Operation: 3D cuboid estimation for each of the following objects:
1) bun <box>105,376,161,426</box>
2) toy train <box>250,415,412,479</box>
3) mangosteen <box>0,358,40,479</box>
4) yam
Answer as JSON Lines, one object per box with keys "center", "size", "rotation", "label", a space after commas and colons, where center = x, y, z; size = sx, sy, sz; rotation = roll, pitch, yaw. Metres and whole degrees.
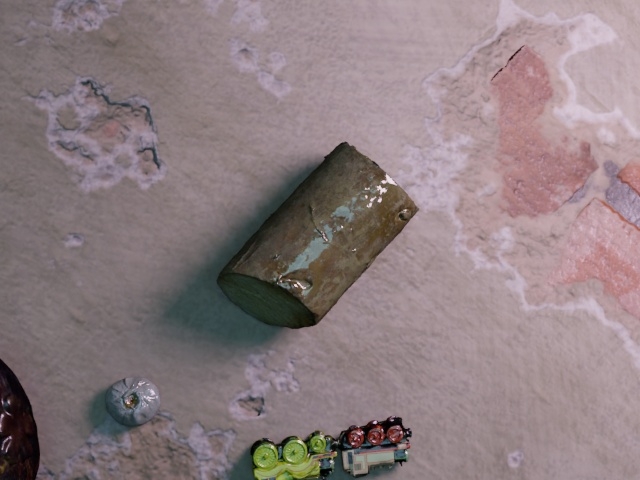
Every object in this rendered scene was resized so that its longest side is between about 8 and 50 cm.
{"center": [-0.282, 0.242, 1.807], "size": [0.083, 0.045, 0.083], "rotation": [1, 77, -2], "label": "bun"}
{"center": [0.017, 0.322, 1.817], "size": [0.250, 0.053, 0.085], "rotation": [-9, 91, -6], "label": "toy train"}
{"center": [-0.548, 0.285, 1.658], "size": [0.330, 0.330, 0.330], "rotation": [1, 82, -4], "label": "mangosteen"}
{"center": [0.000, 0.000, 1.808], "size": [0.168, 0.168, 0.304], "rotation": [42, 79, 2], "label": "yam"}
